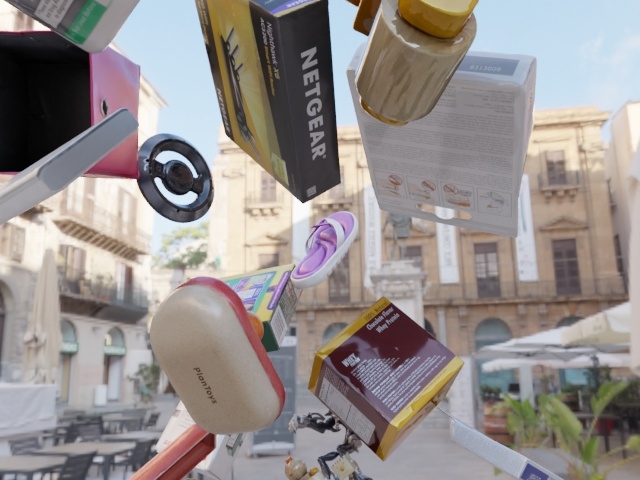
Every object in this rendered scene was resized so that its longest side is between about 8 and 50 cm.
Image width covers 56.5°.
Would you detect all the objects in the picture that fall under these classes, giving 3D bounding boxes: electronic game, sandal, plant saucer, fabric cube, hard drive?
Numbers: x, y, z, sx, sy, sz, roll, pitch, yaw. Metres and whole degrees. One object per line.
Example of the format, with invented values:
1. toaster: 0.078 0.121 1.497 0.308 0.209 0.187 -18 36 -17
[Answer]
1. electronic game: -0.352 -0.153 1.459 0.048 0.229 0.229 -20 -21 38
2. sandal: 0.014 -0.004 1.864 0.169 0.102 0.416 -15 27 24
3. plant saucer: -0.352 0.523 1.359 0.259 0.048 0.258 -37 -17 -26
4. fabric cube: -0.516 -0.249 1.166 0.259 0.254 0.258 1 3 3
5. hard drive: -0.427 -0.082 0.879 0.307 0.203 0.040 -20 -64 32

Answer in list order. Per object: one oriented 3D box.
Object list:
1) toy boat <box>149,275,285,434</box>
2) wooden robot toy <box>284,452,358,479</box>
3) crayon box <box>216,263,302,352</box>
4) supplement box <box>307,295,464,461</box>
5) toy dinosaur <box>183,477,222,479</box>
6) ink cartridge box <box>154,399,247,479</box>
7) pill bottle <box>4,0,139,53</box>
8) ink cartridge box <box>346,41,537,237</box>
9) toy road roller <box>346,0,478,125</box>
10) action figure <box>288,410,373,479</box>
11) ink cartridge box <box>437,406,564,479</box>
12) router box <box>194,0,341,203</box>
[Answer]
1. toy boat: -0.131 0.152 0.853 0.151 0.231 0.151 -15 19 26
2. wooden robot toy: -0.029 0.375 0.937 0.173 0.079 0.076 -43 -18 23
3. crayon box: -0.242 0.214 1.780 0.313 0.106 0.363 -12 20 15
4. supplement box: 0.114 0.244 1.081 0.191 0.194 0.129 -34 -29 -33
5. toy dinosaur: -0.253 0.494 1.111 0.183 0.093 0.053 8 -23 -41
6. ink cartridge box: -0.338 0.560 1.835 0.211 0.289 0.121 10 -33 27
7. pill bottle: -0.327 -0.362 0.561 0.361 0.204 0.204 29 -28 -31
8. ink cartridge box: 0.234 -0.179 1.122 0.308 0.091 0.385 13 -32 26
9. toy road roller: 0.095 -0.341 0.774 0.240 0.329 0.202 25 -27 0
10. action figure: 0.033 0.373 1.188 0.141 0.276 0.164 34 -54 -27
11. ink cartridge box: 0.356 0.426 1.172 0.223 0.045 0.224 36 -10 -34
12. router box: -0.079 -0.242 0.892 0.081 0.243 0.309 -30 -40 -21
